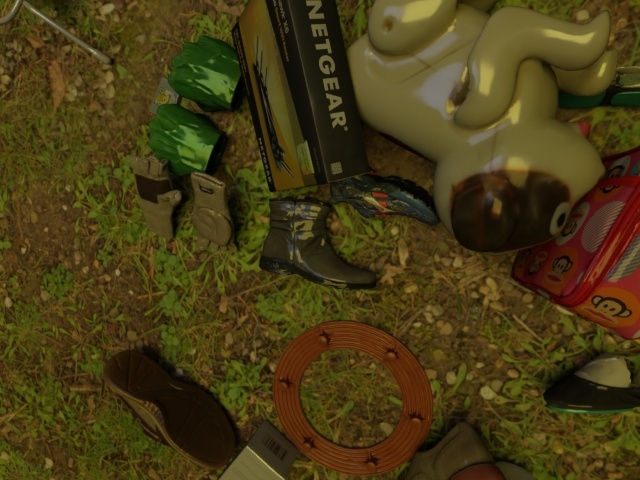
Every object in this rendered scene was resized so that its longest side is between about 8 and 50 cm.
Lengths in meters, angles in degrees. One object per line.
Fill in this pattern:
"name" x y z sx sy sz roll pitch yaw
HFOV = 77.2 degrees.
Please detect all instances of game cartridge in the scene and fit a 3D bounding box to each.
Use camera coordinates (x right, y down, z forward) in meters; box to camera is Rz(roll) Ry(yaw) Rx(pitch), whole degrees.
"game cartridge" -0.331 -0.303 0.863 0.056 0.017 0.083 29 102 6

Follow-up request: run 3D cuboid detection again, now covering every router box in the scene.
"router box" -0.045 -0.243 0.668 0.081 0.243 0.308 -17 100 -26

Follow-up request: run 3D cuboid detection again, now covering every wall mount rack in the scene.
"wall mount rack" -0.531 -0.563 0.836 0.304 0.130 0.350 42 104 11

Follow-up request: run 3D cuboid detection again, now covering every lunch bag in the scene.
"lunch bag" 0.401 -0.020 0.561 0.120 0.293 0.258 28 98 8

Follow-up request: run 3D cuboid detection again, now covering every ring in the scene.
"ring" 0.057 0.331 0.823 0.337 0.032 0.336 2 97 15

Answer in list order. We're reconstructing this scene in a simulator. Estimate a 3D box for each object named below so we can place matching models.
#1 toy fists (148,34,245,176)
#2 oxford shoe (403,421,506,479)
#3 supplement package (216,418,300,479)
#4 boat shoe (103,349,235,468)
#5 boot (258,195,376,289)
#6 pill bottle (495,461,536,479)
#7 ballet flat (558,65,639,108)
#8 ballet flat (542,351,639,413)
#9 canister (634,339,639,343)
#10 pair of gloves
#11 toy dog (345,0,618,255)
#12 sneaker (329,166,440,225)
"toy fists" -0.247 -0.265 0.807 0.142 0.096 0.279 24 100 -2
"oxford shoe" 0.213 0.486 0.771 0.123 0.130 0.348 22 119 -20
"supplement package" -0.146 0.500 0.855 0.105 0.105 0.179 39 103 7
"boat shoe" -0.343 0.389 0.904 0.342 0.123 0.123 34 133 3
"boot" 0.000 0.000 0.780 0.247 0.083 0.161 13 93 12
"pill bottle" 0.338 0.511 0.730 0.108 0.108 0.180 9 98 14
"ballet flat" 0.460 -0.250 0.647 0.189 0.070 0.070 8 98 12
"ballet flat" 0.518 0.238 0.669 0.281 0.095 0.096 1 87 4
"canister" 0.519 0.070 0.654 0.126 0.073 0.169 30 104 10
"pair of gloves" -0.279 -0.072 0.821 0.240 0.042 0.204 18 134 16
"toy dog" 0.204 -0.174 0.570 0.396 0.285 0.407 -33 75 22
"sneaker" 0.117 -0.077 0.748 0.221 0.083 0.087 24 120 11
